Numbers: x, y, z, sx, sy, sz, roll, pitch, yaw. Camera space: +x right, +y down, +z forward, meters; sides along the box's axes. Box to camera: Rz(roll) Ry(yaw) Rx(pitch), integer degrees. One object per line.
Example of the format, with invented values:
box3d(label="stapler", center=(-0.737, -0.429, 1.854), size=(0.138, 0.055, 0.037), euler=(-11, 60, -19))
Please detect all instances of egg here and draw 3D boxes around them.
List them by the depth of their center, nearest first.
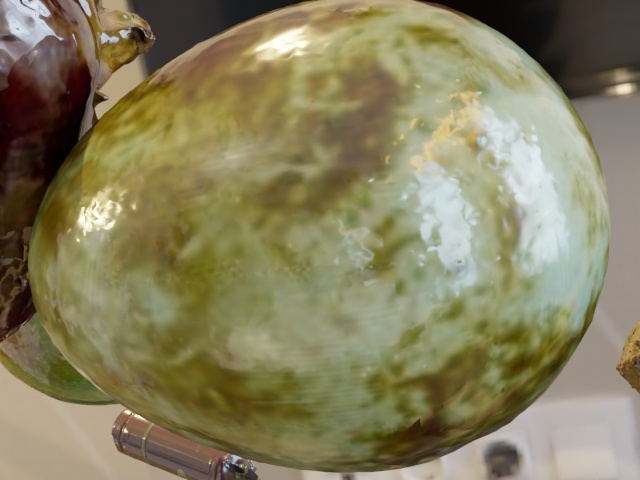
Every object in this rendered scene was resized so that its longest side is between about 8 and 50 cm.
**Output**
box3d(label="egg", center=(0.000, 0.000, 0.882), size=(0.290, 0.238, 0.238), euler=(-10, 13, 2))

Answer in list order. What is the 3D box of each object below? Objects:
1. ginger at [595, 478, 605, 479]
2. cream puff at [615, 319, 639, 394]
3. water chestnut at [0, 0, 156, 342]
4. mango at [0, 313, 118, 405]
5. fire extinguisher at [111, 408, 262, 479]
box3d(label="ginger", center=(0.273, 0.312, 1.941), size=(0.173, 0.069, 0.051), euler=(-42, 23, 36))
box3d(label="cream puff", center=(0.296, 0.091, 1.059), size=(0.244, 0.244, 0.196), euler=(-6, 33, 23))
box3d(label="water chestnut", center=(-0.230, -0.089, 0.995), size=(0.347, 0.335, 0.335), euler=(-10, 10, -32))
box3d(label="mango", center=(-0.173, 0.061, 1.833), size=(0.382, 0.201, 0.225), euler=(-6, 25, 10))
box3d(label="fire extinguisher", center=(-0.102, 0.182, 1.478), size=(0.157, 0.045, 0.078), euler=(14, -17, 37))
